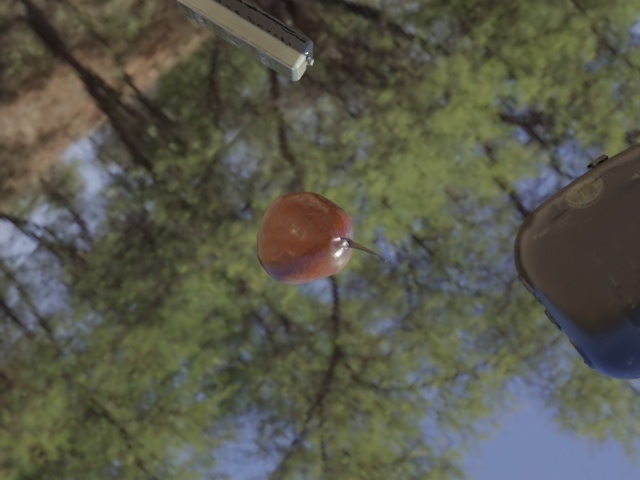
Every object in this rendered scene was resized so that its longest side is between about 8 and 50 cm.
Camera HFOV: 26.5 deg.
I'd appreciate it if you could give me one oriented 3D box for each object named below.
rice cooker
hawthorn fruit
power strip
[{"bbox_3d":[0.359,0.030,1.584,0.224,0.267,0.267,-40,-161,6],"label":"rice cooker"},{"bbox_3d":[-0.010,-0.012,2.045,0.189,0.149,0.149,-21,-151,29],"label":"hawthorn fruit"},{"bbox_3d":[-0.125,-0.363,2.324,0.070,0.257,0.105,-59,177,-4],"label":"power strip"}]
